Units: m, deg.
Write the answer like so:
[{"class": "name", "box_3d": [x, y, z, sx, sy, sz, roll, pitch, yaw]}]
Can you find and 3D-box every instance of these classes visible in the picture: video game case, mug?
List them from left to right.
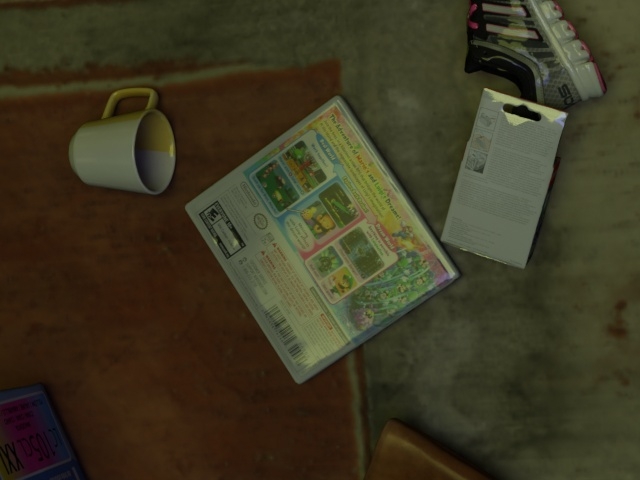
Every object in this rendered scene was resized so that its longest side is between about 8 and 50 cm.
[{"class": "mug", "box_3d": [-0.145, -0.068, 1.078, 0.064, 0.078, 0.062, -1, 123, 24]}, {"class": "video game case", "box_3d": [0.000, 0.000, 1.052, 0.143, 0.019, 0.157, -35, 81, 13]}]

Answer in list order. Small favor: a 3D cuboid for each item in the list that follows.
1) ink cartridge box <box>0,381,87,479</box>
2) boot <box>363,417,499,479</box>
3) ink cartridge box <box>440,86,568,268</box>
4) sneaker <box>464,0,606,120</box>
[{"class": "ink cartridge box", "box_3d": [-0.255, 0.338, 1.058, 0.270, 0.151, 0.395, -27, 83, 15]}, {"class": "boot", "box_3d": [0.119, 0.291, 0.990, 0.280, 0.096, 0.264, 21, 106, 18]}, {"class": "ink cartridge box", "box_3d": [0.127, -0.044, 0.996, 0.063, 0.029, 0.115, 19, 112, 14]}, {"class": "sneaker", "box_3d": [0.118, -0.150, 0.994, 0.075, 0.063, 0.170, -36, 87, 7]}]
